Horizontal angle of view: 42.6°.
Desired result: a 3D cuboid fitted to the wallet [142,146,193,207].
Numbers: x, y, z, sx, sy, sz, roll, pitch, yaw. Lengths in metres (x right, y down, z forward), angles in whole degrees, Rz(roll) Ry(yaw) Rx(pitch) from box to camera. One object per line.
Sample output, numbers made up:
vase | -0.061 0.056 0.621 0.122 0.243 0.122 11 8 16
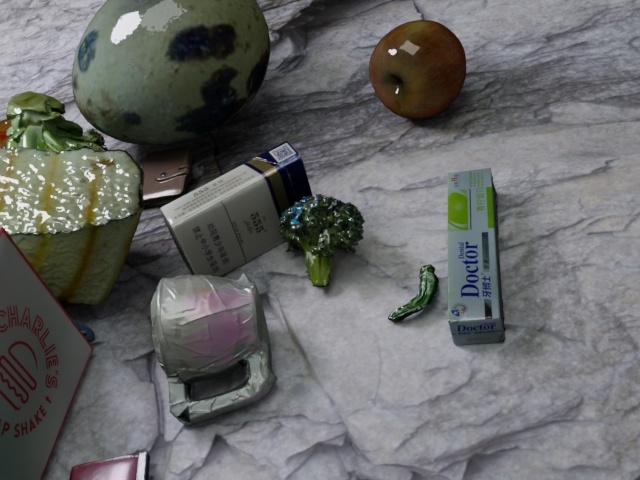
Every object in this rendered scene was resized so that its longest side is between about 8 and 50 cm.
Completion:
wallet | -0.319 -0.132 1.683 0.118 0.039 0.152 -10 43 11

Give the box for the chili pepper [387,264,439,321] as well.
chili pepper | 0.160 0.092 1.322 0.055 0.035 0.118 16 62 45

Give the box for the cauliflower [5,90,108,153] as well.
cauliflower | -0.547 -0.172 1.630 0.272 0.250 0.275 -4 9 6

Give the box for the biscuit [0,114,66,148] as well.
biscuit | -0.705 -0.194 1.856 0.257 0.049 0.273 -3 47 13

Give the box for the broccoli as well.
broccoli | 0.000 0.000 1.405 0.167 0.154 0.160 0 86 16

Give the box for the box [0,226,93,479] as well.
box | -0.580 0.202 1.236 0.300 0.314 0.312 -5 45 16

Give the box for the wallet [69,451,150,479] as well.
wallet | -0.300 0.399 1.122 0.119 0.025 0.232 -12 40 3

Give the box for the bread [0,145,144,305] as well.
bread | -0.493 -0.001 1.451 0.395 0.264 0.239 -1 42 -3

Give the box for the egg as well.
egg | -0.310 -0.376 1.700 0.428 0.345 0.345 -28 45 -11

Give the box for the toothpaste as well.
toothpaste | 0.252 0.017 1.343 0.081 0.067 0.336 -6 45 15

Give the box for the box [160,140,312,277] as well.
box | -0.135 -0.047 1.450 0.259 0.168 0.071 -30 47 -14

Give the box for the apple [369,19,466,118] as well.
apple | 0.196 -0.341 1.626 0.188 0.188 0.174 26 54 35

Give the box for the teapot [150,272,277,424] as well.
teapot | -0.164 0.150 1.270 0.178 0.163 0.221 -8 44 -1

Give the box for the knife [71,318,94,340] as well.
knife | -0.523 0.104 1.370 0.313 0.044 0.019 24 26 -20
